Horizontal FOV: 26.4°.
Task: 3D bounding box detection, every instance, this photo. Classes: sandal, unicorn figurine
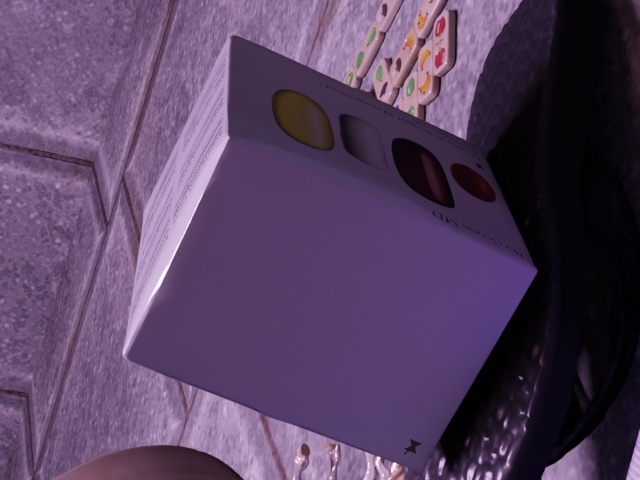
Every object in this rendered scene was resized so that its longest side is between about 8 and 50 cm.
[{"bbox_3d":[0.153,0.013,0.885,0.167,0.107,0.445,131,158,-55],"label":"sandal"},{"bbox_3d":[0.017,0.225,1.151,0.162,0.060,0.111,-25,66,59],"label":"unicorn figurine"}]

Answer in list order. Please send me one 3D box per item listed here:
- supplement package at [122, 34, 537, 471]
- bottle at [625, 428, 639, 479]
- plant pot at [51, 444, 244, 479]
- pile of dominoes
[{"bbox_3d":[0.000,0.000,0.841,0.149,0.194,0.203,-62,14,20],"label":"supplement package"},{"bbox_3d":[0.215,0.078,0.658,0.118,0.092,0.282,-155,78,-69],"label":"bottle"},{"bbox_3d":[-0.106,0.367,1.083,0.280,0.323,0.323,32,110,47],"label":"plant pot"},{"bbox_3d":[0.052,-0.155,1.305,0.196,0.040,0.251,-100,29,-46],"label":"pile of dominoes"}]
